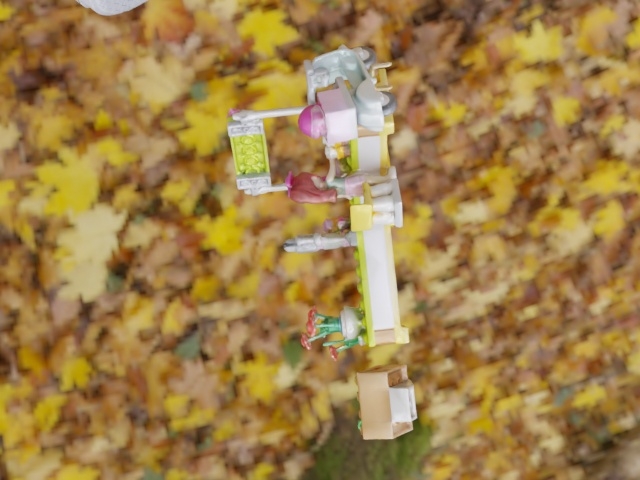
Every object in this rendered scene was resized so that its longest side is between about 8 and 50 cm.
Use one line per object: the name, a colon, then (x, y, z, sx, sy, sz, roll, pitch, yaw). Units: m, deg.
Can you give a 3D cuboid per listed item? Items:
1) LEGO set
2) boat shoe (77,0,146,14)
LEGO set: (0.000, 0.000, 0.997, 0.107, 0.132, 0.287, -6, 124, -1)
boat shoe: (-0.021, -0.252, 0.785, 0.335, 0.119, 0.121, -35, 171, -20)
